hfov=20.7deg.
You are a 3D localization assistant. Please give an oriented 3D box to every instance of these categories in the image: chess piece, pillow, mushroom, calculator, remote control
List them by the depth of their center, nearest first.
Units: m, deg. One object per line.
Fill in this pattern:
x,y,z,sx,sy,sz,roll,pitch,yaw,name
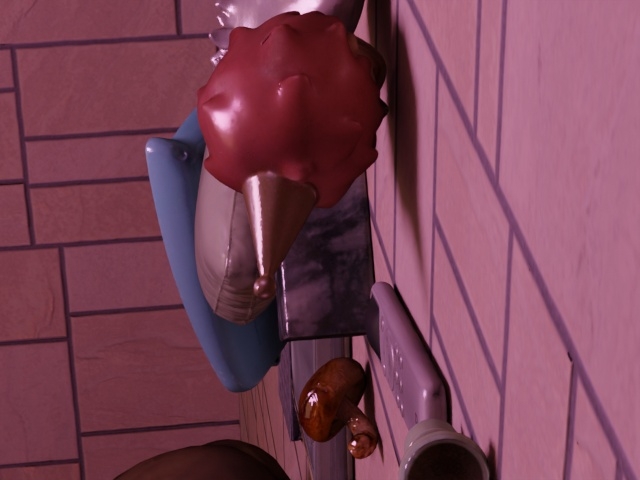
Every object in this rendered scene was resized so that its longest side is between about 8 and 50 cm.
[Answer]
0.079,0.144,1.173,0.149,0.059,0.059,-88,-6,-85,chess piece
0.063,0.099,1.373,0.261,0.029,0.067,-113,20,-72,remote control
0.017,0.161,1.675,0.088,0.073,0.129,-57,21,14,mushroom
-0.062,-0.085,1.849,0.255,0.120,0.322,112,170,-75,pillow
-0.092,-0.003,2.059,0.256,0.054,0.386,-56,-37,-45,calculator
-0.046,0.139,2.484,0.161,0.021,0.261,-107,14,-65,calculator

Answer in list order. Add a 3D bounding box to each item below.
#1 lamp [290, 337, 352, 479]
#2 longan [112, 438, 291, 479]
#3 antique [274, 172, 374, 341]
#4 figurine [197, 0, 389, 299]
-0.005,0.110,1.949,0.269,0.047,0.266,-109,15,-67,lamp
-0.155,0.428,2.212,0.404,0.336,0.404,20,-90,-82,longan
0.000,0.000,1.641,0.088,0.086,0.183,140,126,-82,antique
-0.011,-0.128,1.398,0.207,0.166,0.387,-36,41,38,figurine
